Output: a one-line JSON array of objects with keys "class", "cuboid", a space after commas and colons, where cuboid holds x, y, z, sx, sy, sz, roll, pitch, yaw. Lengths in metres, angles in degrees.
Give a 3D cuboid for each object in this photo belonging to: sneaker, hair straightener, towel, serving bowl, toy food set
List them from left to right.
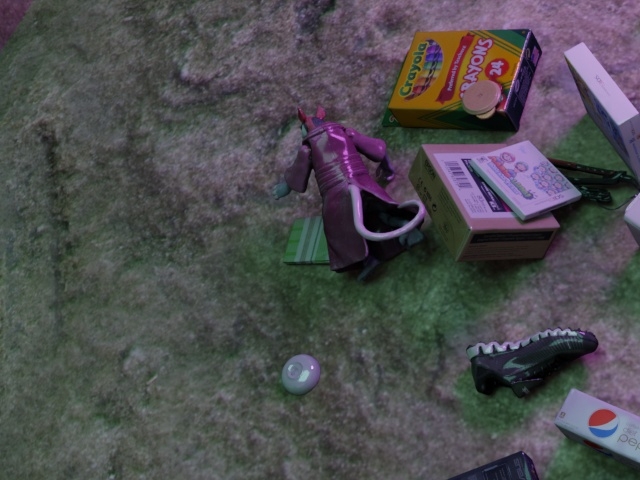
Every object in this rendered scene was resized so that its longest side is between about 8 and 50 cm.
[{"class": "serving bowl", "cuboid": [-0.043, 0.257, 1.981, 0.083, 0.027, 0.083, -16, 56, 24]}, {"class": "towel", "cuboid": [0.000, 0.000, 2.120, 0.152, 0.023, 0.113, -2, 59, 33]}, {"class": "toy food set", "cuboid": [0.316, -0.278, 1.987, 0.083, 0.020, 0.082, 27, 79, 40]}, {"class": "sneaker", "cuboid": [0.360, 0.215, 1.731, 0.234, 0.078, 0.106, -14, 59, 29]}, {"class": "hair straightener", "cuboid": [0.480, -0.097, 1.877, 0.231, 0.047, 0.089, 14, 88, 31]}]

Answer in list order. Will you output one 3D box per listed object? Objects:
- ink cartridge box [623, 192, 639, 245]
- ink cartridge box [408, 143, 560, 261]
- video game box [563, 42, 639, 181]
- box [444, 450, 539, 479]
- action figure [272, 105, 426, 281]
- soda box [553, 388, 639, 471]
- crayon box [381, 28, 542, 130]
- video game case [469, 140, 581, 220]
[{"class": "ink cartridge box", "cuboid": [0.674, -0.022, 1.651, 0.207, 0.117, 0.283, -48, 50, -1]}, {"class": "ink cartridge box", "cuboid": [0.295, -0.073, 1.866, 0.193, 0.088, 0.234, -4, 46, -24]}, {"class": "video game box", "cuboid": [0.521, -0.230, 1.828, 0.048, 0.187, 0.205, -32, 51, 11]}, {"class": "box", "cuboid": [0.282, 0.477, 1.626, 0.183, 0.059, 0.232, -26, 53, 16]}, {"class": "action figure", "cuboid": [0.033, -0.113, 1.991, 0.248, 0.275, 0.370, -27, 76, -1]}, {"class": "soda box", "cuboid": [0.481, 0.311, 1.595, 0.216, 0.074, 0.069, 21, 75, 38]}, {"class": "crayon box", "cuboid": [0.275, -0.333, 2.112, 0.319, 0.081, 0.202, 5, 66, 34]}, {"class": "video game case", "cuboid": [0.371, -0.111, 1.845, 0.143, 0.019, 0.157, -19, 55, -29]}]
